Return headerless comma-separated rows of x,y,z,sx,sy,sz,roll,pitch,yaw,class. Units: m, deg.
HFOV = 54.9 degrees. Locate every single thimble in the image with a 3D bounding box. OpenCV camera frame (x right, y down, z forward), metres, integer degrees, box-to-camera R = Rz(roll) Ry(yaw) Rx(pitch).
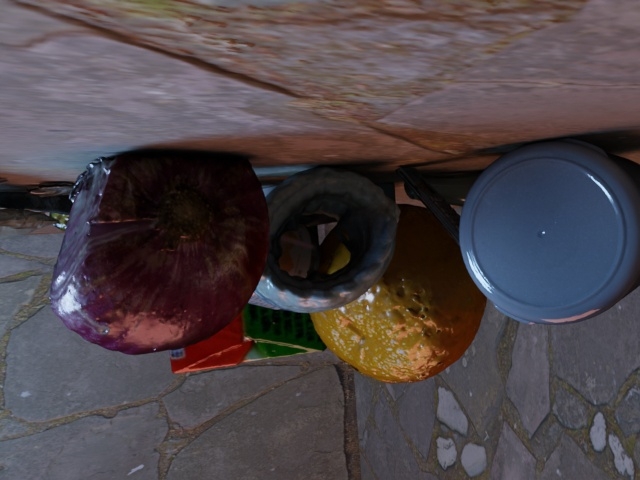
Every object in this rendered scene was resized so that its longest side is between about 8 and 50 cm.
0.000,0.000,0.916,0.250,0.204,0.172,-22,172,-11,thimble

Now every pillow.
-0.484,-0.023,0.840,0.149,0.050,0.230,-10,-179,6,pillow

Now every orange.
0.144,0.090,1.162,0.341,0.340,0.293,-4,-148,40,orange

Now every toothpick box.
0.392,-0.013,0.904,0.263,0.262,0.355,-4,-178,37,toothpick box

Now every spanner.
-0.326,-0.077,0.984,0.071,0.017,0.302,-9,177,28,spanner

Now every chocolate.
-0.174,0.077,1.343,0.342,0.359,0.161,-7,-168,-11,chocolate

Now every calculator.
0.179,-0.053,0.941,0.057,0.172,0.018,-1,136,-49,calculator

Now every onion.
-0.186,0.016,0.736,0.257,0.230,0.272,-5,173,-11,onion

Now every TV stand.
0.127,-0.073,1.384,0.083,0.088,0.269,-5,180,4,TV stand

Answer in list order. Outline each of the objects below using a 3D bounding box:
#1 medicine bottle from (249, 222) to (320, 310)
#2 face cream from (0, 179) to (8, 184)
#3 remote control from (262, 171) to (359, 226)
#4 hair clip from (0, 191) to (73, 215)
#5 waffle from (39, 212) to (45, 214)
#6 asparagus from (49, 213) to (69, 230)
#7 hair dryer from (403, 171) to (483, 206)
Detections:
-0.150,0.017,1.053,0.274,0.164,0.165,17,168,-33,medicine bottle
-0.510,-0.031,0.585,0.235,0.137,0.420,-6,-168,-1,face cream
-0.018,-0.058,1.115,0.109,0.055,0.313,38,153,-33,remote control
-0.454,-0.063,0.968,0.070,0.039,0.230,-4,175,37,hair clip
-0.669,-0.054,1.395,0.085,0.016,0.078,-3,-176,12,waffle
-0.476,-0.047,1.283,0.067,0.059,0.278,-23,180,-1,asparagus
0.272,-0.041,1.077,0.207,0.075,0.237,0,-141,-12,hair dryer
